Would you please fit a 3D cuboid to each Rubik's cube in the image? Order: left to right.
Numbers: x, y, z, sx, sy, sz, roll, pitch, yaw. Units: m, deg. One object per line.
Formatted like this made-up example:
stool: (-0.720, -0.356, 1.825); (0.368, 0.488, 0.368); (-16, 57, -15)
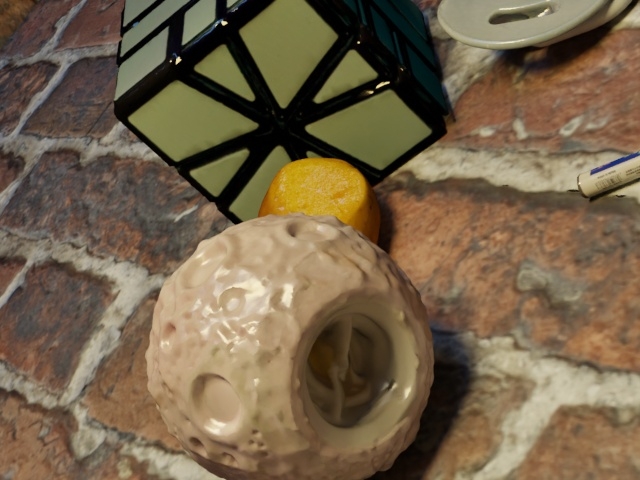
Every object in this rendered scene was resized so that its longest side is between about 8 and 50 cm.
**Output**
Rubik's cube: (-0.049, -0.213, 1.575); (0.294, 0.288, 0.283); (-35, 31, 18)

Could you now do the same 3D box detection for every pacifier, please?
pacifier: (0.228, -0.333, 1.438); (0.228, 0.207, 0.279); (-10, 44, 23)

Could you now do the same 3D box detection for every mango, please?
mango: (0.002, 0.005, 1.434); (0.141, 0.102, 0.217); (-17, 40, 4)

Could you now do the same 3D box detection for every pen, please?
pen: (0.321, -0.084, 1.191); (0.204, 0.025, 0.025); (-24, 37, 35)

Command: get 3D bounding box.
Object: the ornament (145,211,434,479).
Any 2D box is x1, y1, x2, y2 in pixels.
ornament: (-0.033, 0.102, 1.194); (0.225, 0.259, 0.259); (6, 59, 54)
